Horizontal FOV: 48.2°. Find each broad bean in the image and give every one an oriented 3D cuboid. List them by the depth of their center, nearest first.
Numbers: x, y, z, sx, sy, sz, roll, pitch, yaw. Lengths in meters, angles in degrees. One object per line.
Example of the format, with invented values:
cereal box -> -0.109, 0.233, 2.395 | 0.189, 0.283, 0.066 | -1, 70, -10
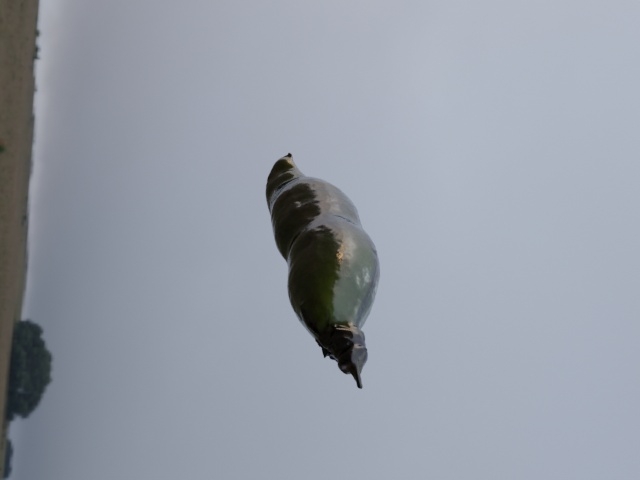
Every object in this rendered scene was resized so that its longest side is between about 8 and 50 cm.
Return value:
broad bean -> 0.000, 0.000, 0.595 | 0.077, 0.061, 0.339 | -34, -153, 7
